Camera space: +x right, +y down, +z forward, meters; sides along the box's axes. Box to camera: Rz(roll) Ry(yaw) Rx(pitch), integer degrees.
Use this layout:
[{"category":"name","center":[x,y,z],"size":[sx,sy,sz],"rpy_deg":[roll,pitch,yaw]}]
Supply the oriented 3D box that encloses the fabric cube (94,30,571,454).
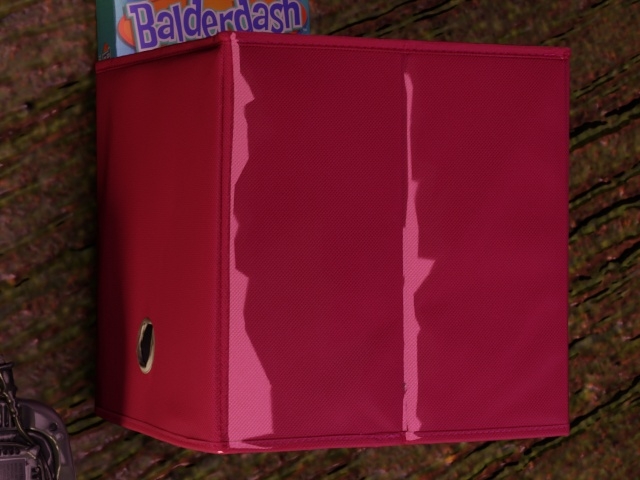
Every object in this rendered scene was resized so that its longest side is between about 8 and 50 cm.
[{"category":"fabric cube","center":[0.000,0.000,1.269],"size":[0.259,0.254,0.258],"rpy_deg":[0,92,-25]}]

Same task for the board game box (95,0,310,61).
[{"category":"board game box","center":[-0.085,-0.105,1.395],"size":[0.160,0.047,0.210],"rpy_deg":[-3,90,-25]}]

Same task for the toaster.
[{"category":"toaster","center":[-0.242,0.188,1.262],"size":[0.129,0.146,0.227],"rpy_deg":[-3,91,-26]}]
